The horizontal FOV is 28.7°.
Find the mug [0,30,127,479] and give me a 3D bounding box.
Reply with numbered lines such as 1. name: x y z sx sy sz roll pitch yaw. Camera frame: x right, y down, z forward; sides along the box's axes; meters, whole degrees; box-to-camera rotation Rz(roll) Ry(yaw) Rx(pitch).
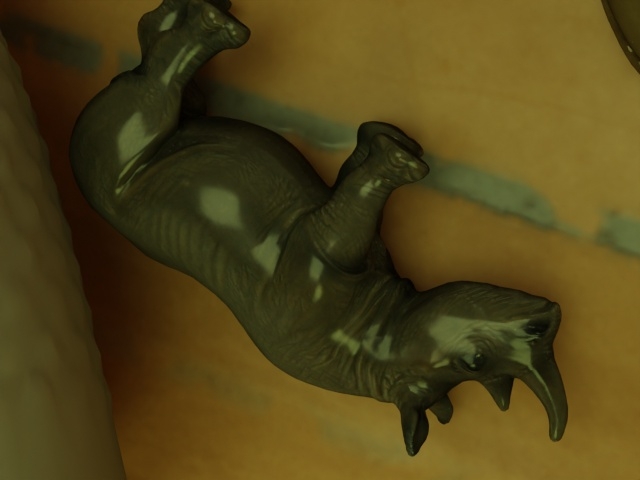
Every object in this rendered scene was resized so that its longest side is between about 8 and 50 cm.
1. mug: -0.287 0.005 0.482 0.374 0.276 0.328 -16 81 7

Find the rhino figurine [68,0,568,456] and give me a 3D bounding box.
1. rhino figurine: 0.000 0.000 0.502 0.243 0.073 0.106 39 102 10

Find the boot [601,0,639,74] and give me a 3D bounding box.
1. boot: 0.093 -0.154 0.348 0.089 0.269 0.236 -7 93 21
